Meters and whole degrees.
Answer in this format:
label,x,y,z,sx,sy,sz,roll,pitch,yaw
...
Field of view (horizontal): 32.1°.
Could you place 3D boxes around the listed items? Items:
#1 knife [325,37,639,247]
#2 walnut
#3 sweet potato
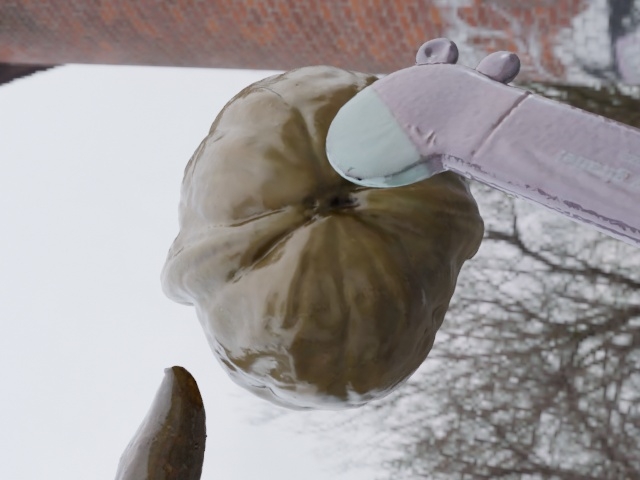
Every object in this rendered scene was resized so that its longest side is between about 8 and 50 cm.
label,x,y,z,sx,sy,sz,roll,pitch,yaw
knife,0.172,-0.024,0.602,0.132,0.399,0.038,-49,-40,-20
walnut,0.000,0.000,0.963,0.285,0.285,0.296,18,-122,-66
sweet potato,-0.137,0.252,0.923,0.097,0.097,0.292,14,-109,-66
